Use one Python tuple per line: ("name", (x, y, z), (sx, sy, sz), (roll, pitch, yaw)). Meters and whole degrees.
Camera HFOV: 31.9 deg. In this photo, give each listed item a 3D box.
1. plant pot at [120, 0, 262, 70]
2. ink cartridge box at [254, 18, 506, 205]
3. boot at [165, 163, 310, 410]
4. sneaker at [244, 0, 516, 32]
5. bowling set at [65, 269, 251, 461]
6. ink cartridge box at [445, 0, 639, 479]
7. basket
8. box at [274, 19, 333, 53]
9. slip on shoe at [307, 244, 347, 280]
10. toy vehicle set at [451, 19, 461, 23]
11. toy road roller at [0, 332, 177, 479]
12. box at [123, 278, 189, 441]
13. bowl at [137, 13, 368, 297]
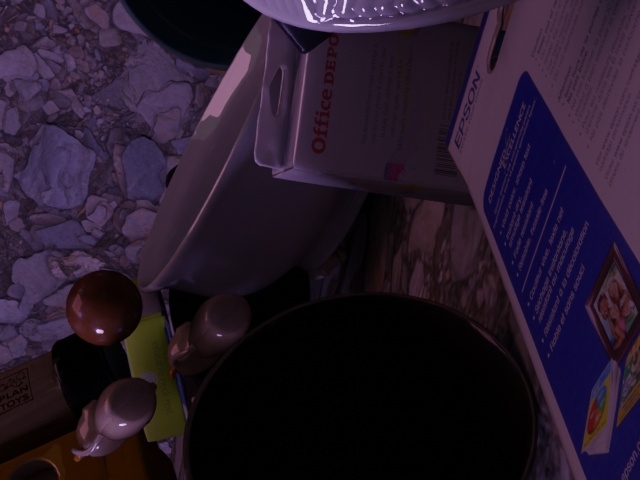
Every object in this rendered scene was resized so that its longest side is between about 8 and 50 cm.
("plant pot", (-0.080, -0.364, 1.297), (0.255, 0.272, 0.271), (-67, -9, -62))
("ink cartridge box", (0.035, -0.075, 0.635), (0.090, 0.143, 0.092), (174, 104, -80))
("boot", (-0.092, 0.115, 1.196), (0.377, 0.138, 0.284), (-113, 18, -52))
("sneaker", (0.075, -0.171, 0.357), (0.256, 0.094, 0.151), (-29, 35, 21))
("bowling set", (-0.105, 0.108, 0.839), (0.200, 0.287, 0.154), (52, 154, 4))
("ink cartridge box", (0.115, -0.021, 0.356), (0.332, 0.065, 0.165), (-99, 19, -57))
("basket", (0.009, 0.172, 0.577), (0.204, 0.154, 0.226), (-49, -27, -51))
("box", (0.022, -0.215, 0.515), (0.207, 0.153, 0.108), (-37, 27, 14))
("slip on shoe", (0.000, 0.000, 1.107), (0.051, 0.041, 0.135), (61, -175, -13))
("toy vehicle set", (0.085, -0.274, 0.831), (0.266, 0.035, 0.166), (-92, 14, -47))
("toy road roller", (-0.220, 0.261, 1.050), (0.240, 0.203, 0.329), (62, -176, -51))
("box", (-0.146, 0.102, 0.984), (0.178, 0.042, 0.109), (-137, 35, -75))
("bowl", (-0.038, -0.064, 0.986), (0.297, 0.134, 0.298), (-58, 15, 26))
